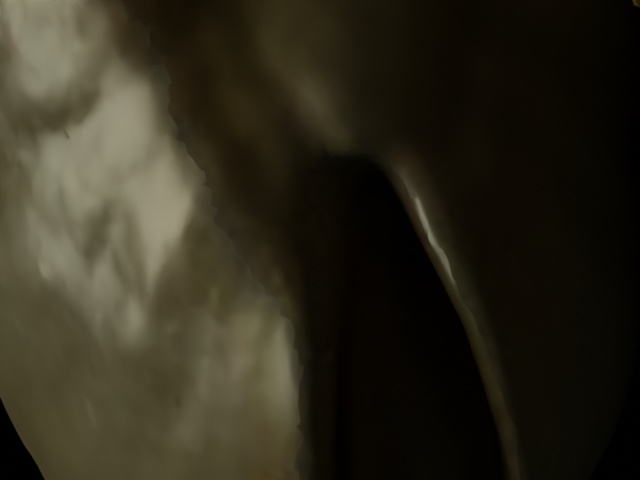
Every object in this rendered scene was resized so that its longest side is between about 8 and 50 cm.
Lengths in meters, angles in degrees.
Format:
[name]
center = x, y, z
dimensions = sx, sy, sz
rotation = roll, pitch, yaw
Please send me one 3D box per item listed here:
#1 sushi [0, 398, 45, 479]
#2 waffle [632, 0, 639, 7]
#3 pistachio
[sushi]
center = -0.139, 0.200, 1.395
dimensions = 0.285, 0.328, 0.329
rotation = 62, 176, 15
[waffle]
center = 0.118, -0.090, 0.376
dimensions = 0.281, 0.058, 0.301
rotation = 138, 134, -85
[pistachio]
center = 0.000, 0.000, 0.662
dimensions = 0.365, 0.281, 0.445
rotation = -111, 8, -58
